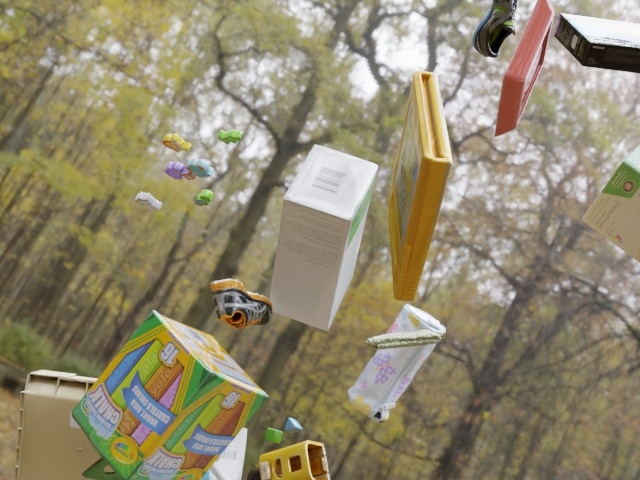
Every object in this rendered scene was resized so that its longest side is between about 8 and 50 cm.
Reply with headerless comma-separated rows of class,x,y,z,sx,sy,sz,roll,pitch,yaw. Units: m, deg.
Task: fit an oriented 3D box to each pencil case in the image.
pencil case,0.172,0.279,2.051,0.113,0.273,0.124,32,5,-6

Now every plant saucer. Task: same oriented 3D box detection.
plant saucer,0.481,-0.401,2.105,0.048,0.259,0.258,21,-20,15

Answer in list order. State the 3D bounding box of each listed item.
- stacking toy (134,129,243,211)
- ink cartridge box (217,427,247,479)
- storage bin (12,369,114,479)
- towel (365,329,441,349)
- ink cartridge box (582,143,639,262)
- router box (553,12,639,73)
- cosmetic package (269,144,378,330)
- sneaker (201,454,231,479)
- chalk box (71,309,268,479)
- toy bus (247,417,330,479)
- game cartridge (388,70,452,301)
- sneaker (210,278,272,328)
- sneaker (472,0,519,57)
stacking toy,-0.268,-0.146,1.812,0.221,0.167,0.052,-2,-32,42
ink cartridge box,-0.262,0.537,1.951,0.171,0.232,0.168,9,-42,-2
storage bin,-0.440,0.391,1.737,0.262,0.260,0.123,5,0,10
towel,0.169,0.205,1.863,0.148,0.027,0.110,-5,-2,-6
ink cartridge box,0.577,-0.039,1.516,0.212,0.093,0.154,39,-39,15
router box,0.492,-0.321,1.481,0.179,0.046,0.133,4,33,-13
cosmetic package,0.000,0.000,1.960,0.155,0.197,0.365,18,-42,9
sneaker,-0.187,0.457,1.544,0.092,0.228,0.087,-14,-29,-11
chalk box,-0.267,0.296,1.483,0.179,0.289,0.180,39,2,35
toy bus,-0.083,0.475,1.839,0.191,0.202,0.104,27,-4,35
game cartridge,0.170,-0.099,1.641,0.053,0.285,0.323,7,-50,-5
sneaker,-0.169,0.151,1.912,0.084,0.083,0.215,-16,-26,22
sneaker,0.357,-0.435,1.723,0.067,0.188,0.078,1,37,-31
